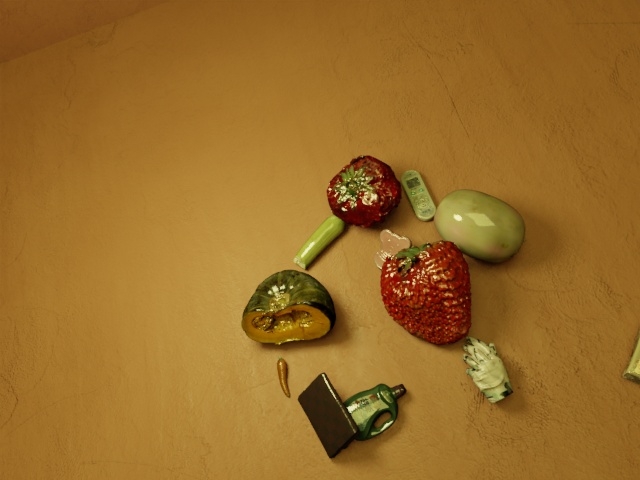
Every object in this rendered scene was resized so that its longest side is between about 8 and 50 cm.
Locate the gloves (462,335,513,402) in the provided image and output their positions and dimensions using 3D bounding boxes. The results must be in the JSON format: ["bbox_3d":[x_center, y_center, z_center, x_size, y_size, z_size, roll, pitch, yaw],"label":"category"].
[{"bbox_3d":[0.527,0.400,1.726,0.127,0.111,0.212,-28,71,4],"label":"gloves"}]

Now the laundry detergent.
[{"bbox_3d":[0.186,0.543,1.749,0.221,0.078,0.144,-26,65,-3],"label":"laundry detergent"}]

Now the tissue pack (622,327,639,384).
[{"bbox_3d":[1.030,0.352,1.644,0.148,0.092,0.196,23,72,21],"label":"tissue pack"}]

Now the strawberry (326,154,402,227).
[{"bbox_3d":[0.174,-0.168,1.994,0.274,0.220,0.274,-6,74,23],"label":"strawberry"}]

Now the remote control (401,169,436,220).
[{"bbox_3d":[0.370,-0.169,2.048,0.078,0.042,0.221,-21,63,3],"label":"remote control"}]

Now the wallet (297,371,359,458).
[{"bbox_3d":[0.023,0.561,1.744,0.229,0.049,0.182,55,130,28],"label":"wallet"}]

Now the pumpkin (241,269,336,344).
[{"bbox_3d":[-0.096,0.231,1.898,0.325,0.242,0.232,-6,36,14],"label":"pumpkin"}]

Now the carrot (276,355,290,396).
[{"bbox_3d":[-0.128,0.470,1.872,0.035,0.035,0.142,-13,71,6],"label":"carrot"}]

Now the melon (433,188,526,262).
[{"bbox_3d":[0.546,-0.049,1.857,0.317,0.223,0.223,26,74,16],"label":"melon"}]

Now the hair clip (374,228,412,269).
[{"bbox_3d":[0.252,0.041,1.945,0.123,0.102,0.138,32,77,26],"label":"hair clip"}]

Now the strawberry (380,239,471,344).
[{"bbox_3d":[0.364,0.180,1.799,0.312,0.267,0.351,-22,92,31],"label":"strawberry"}]

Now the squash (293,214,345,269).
[{"bbox_3d":[0.000,0.000,2.028,0.083,0.083,0.250,38,79,24],"label":"squash"}]
